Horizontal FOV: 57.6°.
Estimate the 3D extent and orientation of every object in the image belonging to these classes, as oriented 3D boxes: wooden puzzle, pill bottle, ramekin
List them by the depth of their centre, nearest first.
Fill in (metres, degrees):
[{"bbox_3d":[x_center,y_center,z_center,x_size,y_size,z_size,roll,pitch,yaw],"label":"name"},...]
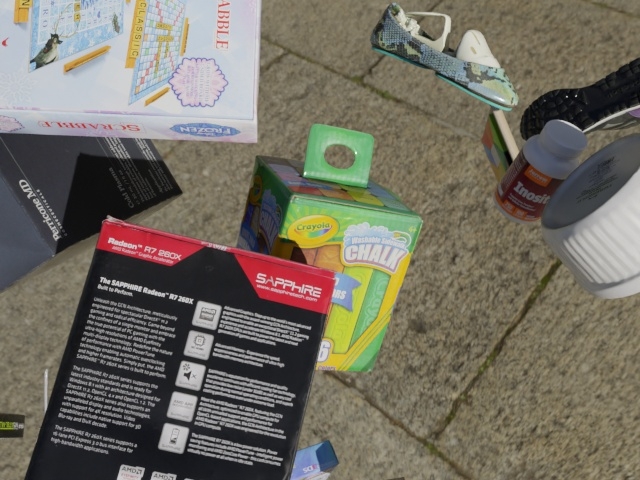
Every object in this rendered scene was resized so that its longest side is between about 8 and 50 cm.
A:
[{"bbox_3d":[0.378,-0.038,0.734,0.109,0.207,0.207,41,68,-5],"label":"ramekin"},{"bbox_3d":[0.331,-0.103,0.880,0.086,0.152,0.086,8,49,-10],"label":"pill bottle"},{"bbox_3d":[0.450,-0.213,1.448,0.044,0.239,0.221,-19,73,8],"label":"wooden puzzle"}]

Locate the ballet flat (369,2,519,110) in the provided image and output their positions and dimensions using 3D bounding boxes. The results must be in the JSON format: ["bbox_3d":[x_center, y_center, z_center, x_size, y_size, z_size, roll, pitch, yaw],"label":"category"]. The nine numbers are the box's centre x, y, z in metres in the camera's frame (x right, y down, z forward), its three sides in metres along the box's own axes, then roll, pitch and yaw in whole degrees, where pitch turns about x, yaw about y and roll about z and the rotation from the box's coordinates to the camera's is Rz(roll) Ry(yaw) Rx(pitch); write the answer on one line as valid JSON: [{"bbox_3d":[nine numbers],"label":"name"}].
[{"bbox_3d":[0.136,-0.204,0.625,0.188,0.070,0.070,32,67,22],"label":"ballet flat"}]

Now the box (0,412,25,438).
[{"bbox_3d":[-0.583,0.289,0.895,0.184,0.191,0.045,-3,72,-9],"label":"box"}]

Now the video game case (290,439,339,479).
[{"bbox_3d":[-0.116,0.546,1.287,0.269,0.244,0.061,-10,57,-23],"label":"video game case"}]

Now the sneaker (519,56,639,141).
[{"bbox_3d":[0.512,-0.227,1.064,0.283,0.124,0.107,-13,68,49],"label":"sneaker"}]

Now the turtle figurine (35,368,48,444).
[{"bbox_3d":[-0.502,0.459,1.250,0.274,0.197,0.266,43,108,33],"label":"turtle figurine"}]

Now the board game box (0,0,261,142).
[{"bbox_3d":[-0.226,-0.276,0.673,0.318,0.066,0.319,2,77,-5],"label":"board game box"}]

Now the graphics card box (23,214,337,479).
[{"bbox_3d":[-0.137,0.186,0.555,0.232,0.094,0.371,13,79,-5],"label":"graphics card box"}]

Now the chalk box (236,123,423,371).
[{"bbox_3d":[0.000,0.000,0.756,0.180,0.289,0.179,7,21,-23],"label":"chalk box"}]

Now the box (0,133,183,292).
[{"bbox_3d":[-0.442,-0.141,0.900,0.179,0.343,0.312,-27,8,27],"label":"box"}]

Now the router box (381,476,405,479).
[{"bbox_3d":[0.111,0.502,1.156,0.122,0.092,0.038,-12,73,5],"label":"router box"}]
